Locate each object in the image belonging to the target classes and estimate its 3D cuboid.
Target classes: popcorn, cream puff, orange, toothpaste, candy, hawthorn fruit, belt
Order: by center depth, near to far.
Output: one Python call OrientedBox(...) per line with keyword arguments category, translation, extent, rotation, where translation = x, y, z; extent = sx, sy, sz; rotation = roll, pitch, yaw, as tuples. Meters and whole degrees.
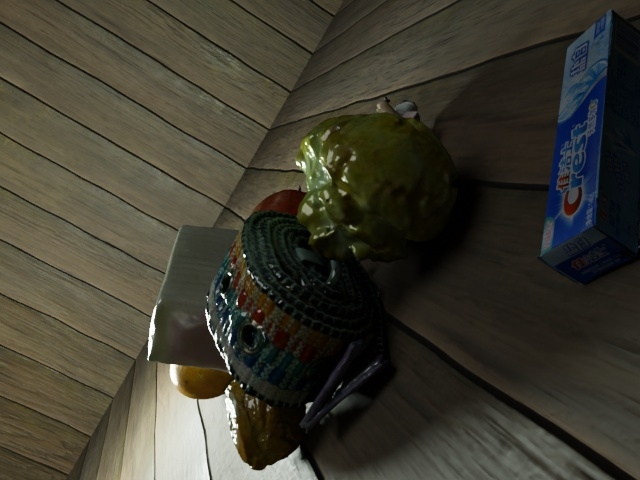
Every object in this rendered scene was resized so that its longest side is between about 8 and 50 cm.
OrientedBox(category="toothpaste", translation=(0.243, -0.093, 0.603), extent=(0.066, 0.053, 0.272), rotation=(-41, 24, 52))
OrientedBox(category="popcorn", translation=(0.070, -0.072, 0.857), extent=(0.221, 0.204, 0.184), rotation=(-101, 24, -69))
OrientedBox(category="belt", translation=(-0.030, 0.075, 0.888), extent=(0.160, 0.207, 0.295), rotation=(-57, 16, 21))
OrientedBox(category="cream puff", translation=(-0.069, 0.229, 0.900), extent=(0.144, 0.103, 0.126), rotation=(102, 150, -60))
OrientedBox(category="hawthorn fruit", translation=(-0.048, -0.005, 1.147), extent=(0.179, 0.179, 0.200), rotation=(-44, 36, 47))
OrientedBox(category="candy", translation=(-0.204, 0.106, 1.341), extent=(0.359, 0.208, 0.145), rotation=(-96, 15, -65))
OrientedBox(category="orange", translation=(-0.227, 0.250, 1.387), extent=(0.155, 0.134, 0.155), rotation=(-49, -7, -8))

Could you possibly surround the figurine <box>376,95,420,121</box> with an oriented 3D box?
OrientedBox(category="figurine", translation=(0.102, -0.128, 1.039), extent=(0.229, 0.112, 0.137), rotation=(-57, -33, -38))
